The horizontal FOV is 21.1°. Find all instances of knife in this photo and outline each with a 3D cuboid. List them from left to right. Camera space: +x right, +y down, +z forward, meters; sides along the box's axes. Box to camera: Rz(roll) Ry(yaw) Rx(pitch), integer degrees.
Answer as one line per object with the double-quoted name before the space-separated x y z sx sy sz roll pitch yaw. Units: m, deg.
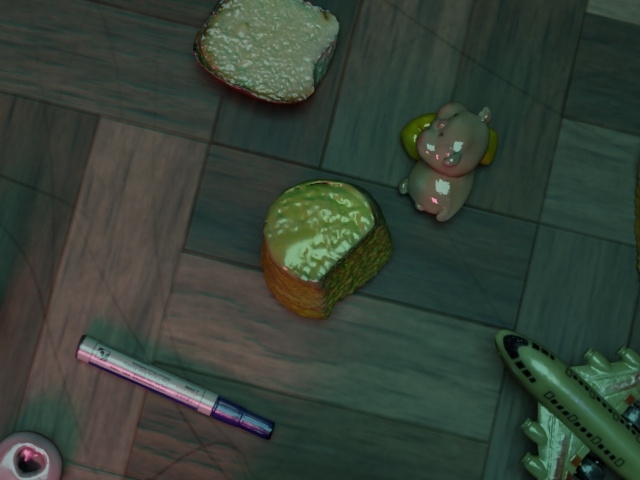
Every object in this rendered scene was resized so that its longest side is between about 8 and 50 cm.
"knife" -0.332 0.334 1.599 0.081 0.043 0.336 27 87 -4

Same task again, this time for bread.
"bread" -0.051 -0.193 1.691 0.129 0.044 0.126 28 73 5
"bread" 0.000 0.000 1.625 0.111 0.114 0.129 39 78 11

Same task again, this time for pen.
"pen" -0.138 0.142 1.638 0.204 0.025 0.025 24 80 1

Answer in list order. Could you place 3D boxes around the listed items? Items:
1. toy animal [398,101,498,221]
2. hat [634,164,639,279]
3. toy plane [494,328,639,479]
"toy animal" 0.117 -0.085 1.658 0.091 0.082 0.114 32 81 4
"hat" 0.462 -0.023 1.649 0.233 0.233 0.244 4 92 -29
"toy plane" 0.255 0.171 1.617 0.244 0.092 0.229 42 83 5
